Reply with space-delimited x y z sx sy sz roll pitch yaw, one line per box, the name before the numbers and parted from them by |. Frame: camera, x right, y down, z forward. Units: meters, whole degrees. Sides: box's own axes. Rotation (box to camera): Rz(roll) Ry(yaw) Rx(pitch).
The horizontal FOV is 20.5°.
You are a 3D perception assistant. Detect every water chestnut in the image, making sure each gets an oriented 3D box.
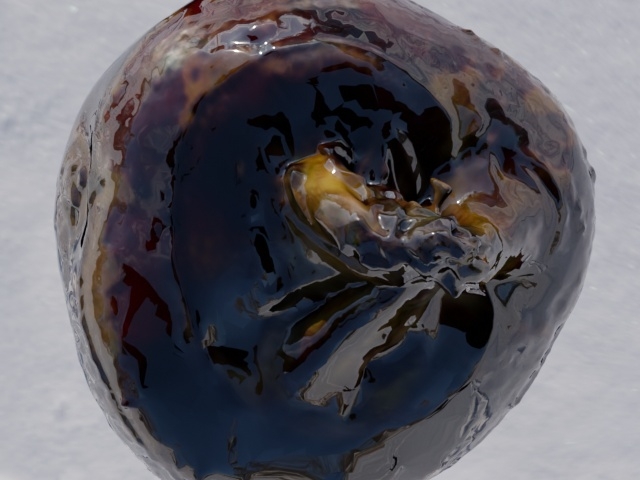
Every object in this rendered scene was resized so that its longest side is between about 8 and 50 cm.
water chestnut | 0.000 0.000 0.710 0.224 0.238 0.223 -3 102 -13
